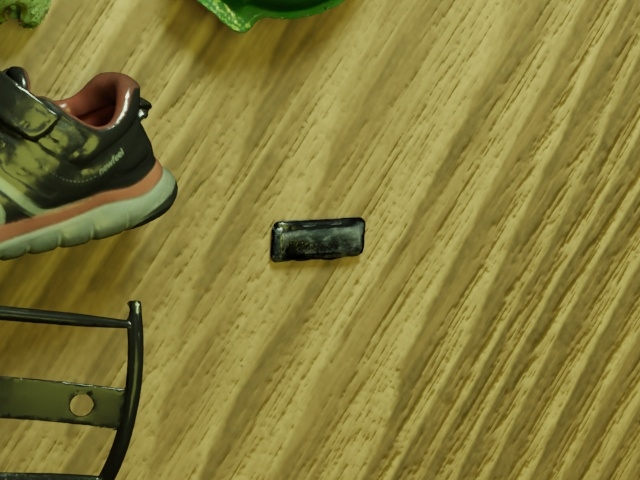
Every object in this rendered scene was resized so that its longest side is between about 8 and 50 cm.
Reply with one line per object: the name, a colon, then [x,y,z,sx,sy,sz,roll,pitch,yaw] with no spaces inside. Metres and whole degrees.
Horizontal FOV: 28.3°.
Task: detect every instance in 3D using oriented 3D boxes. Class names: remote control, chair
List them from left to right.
chair: [-0.277,0.095,0.925,0.260,0.141,0.154,8,99,-30]
remote control: [0.000,0.000,1.138,0.096,0.014,0.039,-3,105,-29]

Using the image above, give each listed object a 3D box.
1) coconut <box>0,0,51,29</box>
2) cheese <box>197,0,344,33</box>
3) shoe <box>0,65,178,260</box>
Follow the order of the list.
coconut: [-0.261,-0.211,0.905,0.158,0.055,0.133,-12,110,-29]
cheese: [0.002,-0.314,1.015,0.204,0.083,0.320,37,85,-30]
shoe: [-0.240,-0.062,0.919,0.291,0.114,0.137,-12,114,-30]
